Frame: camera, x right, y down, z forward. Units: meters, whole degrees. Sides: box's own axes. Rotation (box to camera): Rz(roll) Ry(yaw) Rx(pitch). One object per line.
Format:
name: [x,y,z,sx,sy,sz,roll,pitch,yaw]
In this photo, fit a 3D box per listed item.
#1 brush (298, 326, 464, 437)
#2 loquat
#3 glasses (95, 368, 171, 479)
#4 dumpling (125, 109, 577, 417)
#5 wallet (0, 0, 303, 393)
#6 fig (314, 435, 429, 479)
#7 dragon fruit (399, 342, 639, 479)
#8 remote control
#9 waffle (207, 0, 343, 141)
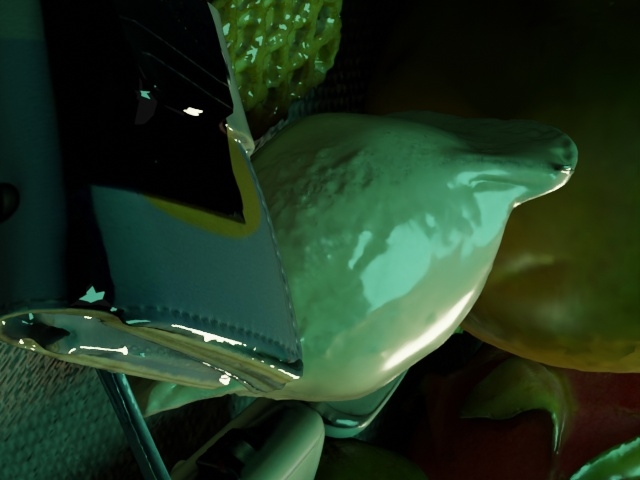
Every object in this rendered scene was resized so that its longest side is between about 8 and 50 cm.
brush: [0.068,0.042,1.217,0.297,0.068,0.060,-39,165,-43]
loquat: [0.167,-0.053,1.059,0.276,0.283,0.276,-48,146,-49]
glasses: [-0.109,0.079,0.655,0.220,0.088,0.190,50,50,-12]
dumpling: [-0.004,0.002,0.905,0.126,0.166,0.216,34,93,-24]
wallet: [-0.067,-0.065,0.666,0.170,0.069,0.231,28,47,-63]
fig: [0.007,0.196,1.146,0.117,0.117,0.177,-41,162,-48]
dragon fruit: [0.154,0.146,1.293,0.227,0.224,0.224,-22,135,-23]
remote control: [-0.087,0.177,0.951,0.296,0.056,0.140,-40,157,-56]
waffle: [-0.041,-0.089,0.872,0.148,0.042,0.102,-45,148,-44]
